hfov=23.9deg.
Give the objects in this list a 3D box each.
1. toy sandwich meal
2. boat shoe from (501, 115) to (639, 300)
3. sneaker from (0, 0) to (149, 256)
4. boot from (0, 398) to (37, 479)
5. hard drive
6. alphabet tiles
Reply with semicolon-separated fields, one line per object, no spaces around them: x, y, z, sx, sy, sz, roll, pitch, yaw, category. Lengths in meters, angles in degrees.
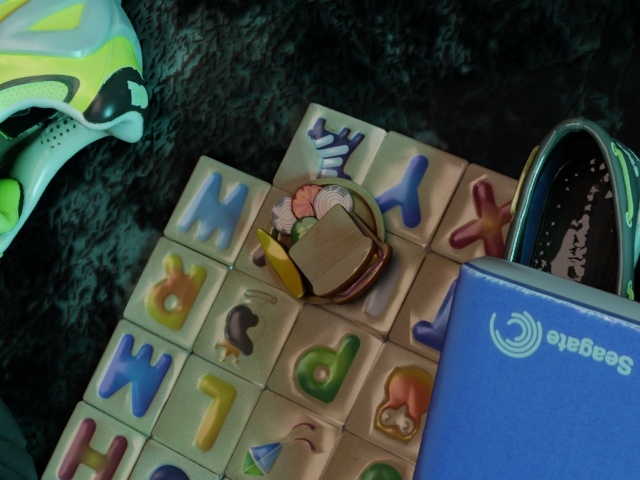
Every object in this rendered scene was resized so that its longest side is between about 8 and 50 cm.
0.000;0.000;0.881;0.086;0.029;0.085;-7;73;23;toy sandwich meal
0.123;0.048;0.789;0.081;0.069;0.227;3;77;25;boat shoe
-0.280;-0.039;0.967;0.385;0.145;0.147;-37;64;12;sneaker
-0.314;0.258;0.905;0.260;0.131;0.347;-4;74;23;boot
0.130;0.189;0.710;0.210;0.040;0.318;19;106;27;hard drive
-0.009;0.098;0.880;0.285;0.011;0.342;24;87;27;alphabet tiles
